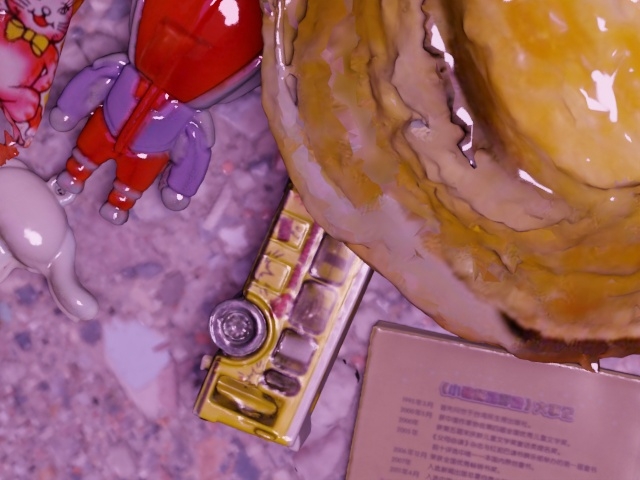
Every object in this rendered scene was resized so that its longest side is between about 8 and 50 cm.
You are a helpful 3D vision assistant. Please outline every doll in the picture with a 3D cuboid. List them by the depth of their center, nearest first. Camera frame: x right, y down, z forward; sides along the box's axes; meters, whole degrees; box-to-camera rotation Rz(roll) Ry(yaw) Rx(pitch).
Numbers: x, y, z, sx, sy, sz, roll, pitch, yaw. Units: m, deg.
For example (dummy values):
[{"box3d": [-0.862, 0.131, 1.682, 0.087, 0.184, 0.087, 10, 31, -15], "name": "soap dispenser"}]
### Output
[{"box3d": [-0.068, -0.111, 1.009, 0.102, 0.075, 0.227, 33, 102, -1], "name": "doll"}, {"box3d": [-0.194, -0.008, 1.051, 0.113, 0.071, 0.135, -12, 88, 4], "name": "doll"}]

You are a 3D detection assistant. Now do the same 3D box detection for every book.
[{"box3d": [0.094, 0.156, 1.032, 0.168, 0.013, 0.192, 12, 97, 9], "name": "book"}]

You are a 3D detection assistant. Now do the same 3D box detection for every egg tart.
[{"box3d": [0.137, -0.106, 0.905, 0.345, 0.132, 0.345, 0, 89, -11], "name": "egg tart"}]

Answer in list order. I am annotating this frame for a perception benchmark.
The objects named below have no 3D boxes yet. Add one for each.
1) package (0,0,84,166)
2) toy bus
[{"box3d": [-0.185, -0.213, 0.970, 0.223, 0.108, 0.288, 35, 71, -17], "name": "package"}, {"box3d": [0.000, 0.000, 1.008, 0.074, 0.081, 0.226, 24, 95, 3], "name": "toy bus"}]
